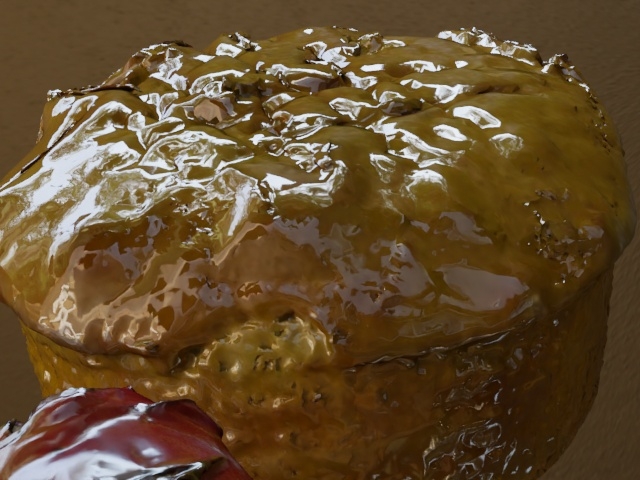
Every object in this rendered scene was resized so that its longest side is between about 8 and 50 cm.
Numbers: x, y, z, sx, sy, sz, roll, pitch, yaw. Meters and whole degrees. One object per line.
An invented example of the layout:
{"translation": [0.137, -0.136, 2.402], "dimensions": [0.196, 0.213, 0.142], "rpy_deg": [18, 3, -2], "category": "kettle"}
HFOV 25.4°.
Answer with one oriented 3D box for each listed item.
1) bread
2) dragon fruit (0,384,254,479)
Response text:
{"translation": [0.000, 0.000, 0.850], "dimensions": [0.398, 0.398, 0.215], "rpy_deg": [4, -64, 16], "category": "bread"}
{"translation": [-0.052, 0.133, 0.418], "dimensions": [0.125, 0.246, 0.125], "rpy_deg": [-38, -64, -5], "category": "dragon fruit"}
